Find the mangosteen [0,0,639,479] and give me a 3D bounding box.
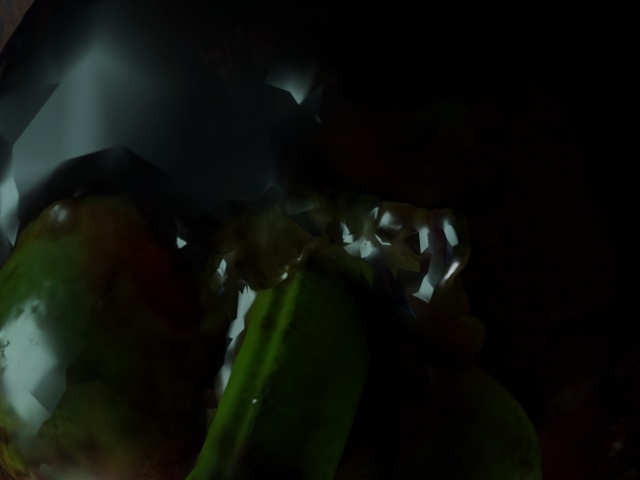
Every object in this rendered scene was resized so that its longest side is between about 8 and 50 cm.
[{"bbox_3d":[0.000,0.000,0.602,0.359,0.306,0.306,-13,-70,-72],"label":"mangosteen"}]
